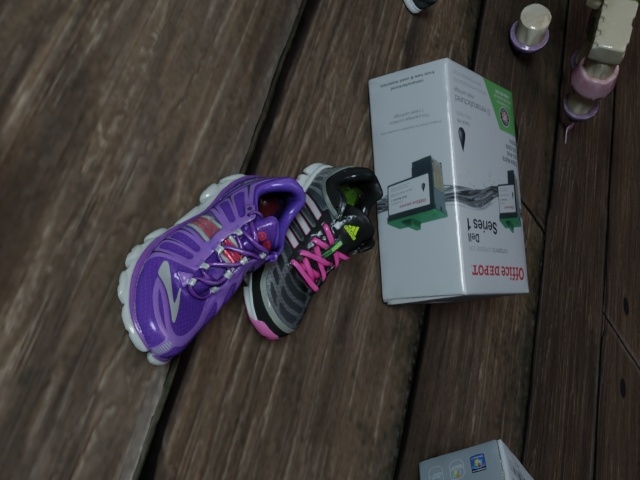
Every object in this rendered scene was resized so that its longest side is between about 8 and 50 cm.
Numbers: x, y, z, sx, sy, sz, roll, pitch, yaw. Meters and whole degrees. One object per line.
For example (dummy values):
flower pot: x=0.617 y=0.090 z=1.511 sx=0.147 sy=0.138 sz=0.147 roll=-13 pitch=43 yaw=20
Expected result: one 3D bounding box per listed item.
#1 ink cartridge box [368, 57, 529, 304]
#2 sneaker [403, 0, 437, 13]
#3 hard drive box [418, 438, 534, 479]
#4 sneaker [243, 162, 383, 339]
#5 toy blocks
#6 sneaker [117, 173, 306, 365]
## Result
ink cartridge box: x=0.131 y=-0.048 z=0.717 sx=0.160 sy=0.092 sz=0.220 roll=3 pitch=81 yaw=-53
sneaker: x=0.097 y=-0.280 z=0.761 sx=0.083 sy=0.035 sz=0.031 roll=38 pitch=54 yaw=-43
hard drive box: x=0.176 y=0.332 z=0.648 sx=0.181 sy=0.089 sz=0.232 roll=49 pitch=27 yaw=-34
sneaker: x=0.000 y=0.000 z=0.546 sx=0.063 sy=0.074 sz=0.170 roll=55 pitch=45 yaw=-32
toy blocks: x=0.419 y=-0.334 z=1.099 sx=0.260 sy=0.308 sz=0.289 roll=74 pitch=33 yaw=-73
sneaker: x=-0.065 y=0.006 z=0.462 sx=0.068 sy=0.071 sz=0.170 roll=59 pitch=43 yaw=-28
